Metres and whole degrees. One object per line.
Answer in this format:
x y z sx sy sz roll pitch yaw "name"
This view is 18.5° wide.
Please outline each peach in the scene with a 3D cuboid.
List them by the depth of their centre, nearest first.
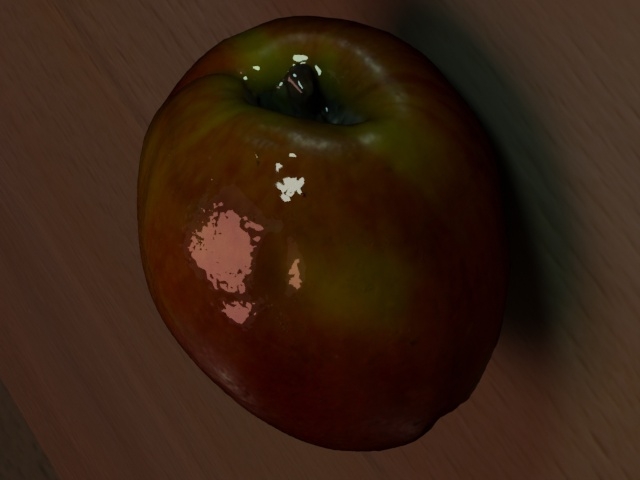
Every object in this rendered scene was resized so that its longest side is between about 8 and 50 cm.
0.000 0.000 1.269 0.281 0.238 0.281 29 143 25 "peach"
